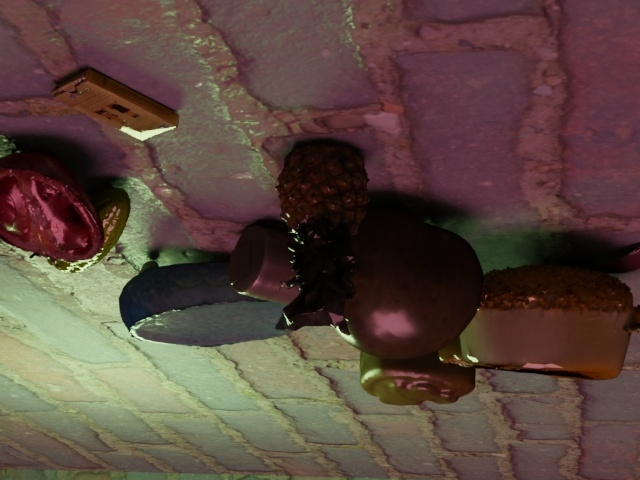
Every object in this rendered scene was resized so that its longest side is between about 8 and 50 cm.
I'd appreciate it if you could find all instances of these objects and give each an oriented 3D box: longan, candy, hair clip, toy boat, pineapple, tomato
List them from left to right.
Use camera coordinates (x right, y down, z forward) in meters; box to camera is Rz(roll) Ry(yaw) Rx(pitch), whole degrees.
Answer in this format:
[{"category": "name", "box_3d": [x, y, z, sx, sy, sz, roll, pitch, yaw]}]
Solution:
[{"category": "tomato", "box_3d": [-0.376, -0.060, 1.593, 0.189, 0.099, 0.173, 13, 136, 6]}, {"category": "candy", "box_3d": [-0.339, -0.022, 1.710, 0.096, 0.097, 0.209, 17, 149, -29]}, {"category": "toy boat", "box_3d": [-0.181, 0.092, 1.972, 0.329, 0.123, 0.215, -3, 156, -15]}, {"category": "pineapple", "box_3d": [0.000, -0.001, 1.489, 0.128, 0.248, 0.128, 2, 155, 1]}, {"category": "longan", "box_3d": [0.116, 0.063, 1.683, 0.246, 0.215, 0.246, -14, 149, -9]}, {"category": "hair clip", "box_3d": [0.466, 0.033, 1.791, 0.054, 0.022, 0.137, 18, 155, -37]}]

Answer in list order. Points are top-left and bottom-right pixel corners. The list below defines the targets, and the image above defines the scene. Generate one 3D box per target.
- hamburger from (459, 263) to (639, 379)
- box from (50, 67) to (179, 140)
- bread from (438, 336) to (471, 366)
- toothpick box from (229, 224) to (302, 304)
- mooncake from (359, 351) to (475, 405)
[{"category": "hamburger", "box_3d": [0.351, 0.122, 1.798, 0.294, 0.179, 0.276, 11, 171, -38]}, {"category": "box", "box_3d": [-0.252, -0.167, 1.422, 0.073, 0.020, 0.149, -14, 152, 40]}, {"category": "bread", "box_3d": [0.265, 0.153, 1.982, 0.069, 0.128, 0.140, 17, 157, -40]}, {"category": "toothpick box", "box_3d": [-0.040, 0.048, 1.799, 0.180, 0.111, 0.111, 16, 155, -30]}, {"category": "mooncake", "box_3d": [0.182, 0.257, 2.281, 0.234, 0.117, 0.235, 4, 161, 1]}]
